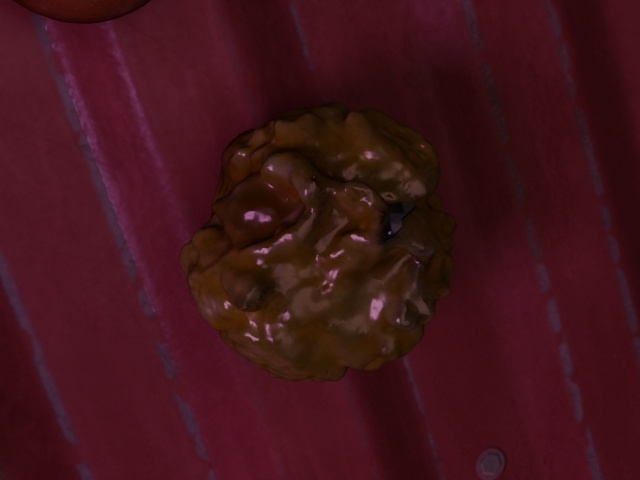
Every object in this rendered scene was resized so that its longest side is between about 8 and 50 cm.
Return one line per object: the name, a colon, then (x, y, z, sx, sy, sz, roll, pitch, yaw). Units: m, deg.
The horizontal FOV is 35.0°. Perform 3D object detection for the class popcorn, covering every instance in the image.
popcorn: (0.005, 0.005, 0.883, 0.249, 0.225, 0.249, -3, 102, -15)

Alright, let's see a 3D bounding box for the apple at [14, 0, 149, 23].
apple: (-0.192, -0.276, 0.811, 0.201, 0.162, 0.201, -3, 98, -20)
